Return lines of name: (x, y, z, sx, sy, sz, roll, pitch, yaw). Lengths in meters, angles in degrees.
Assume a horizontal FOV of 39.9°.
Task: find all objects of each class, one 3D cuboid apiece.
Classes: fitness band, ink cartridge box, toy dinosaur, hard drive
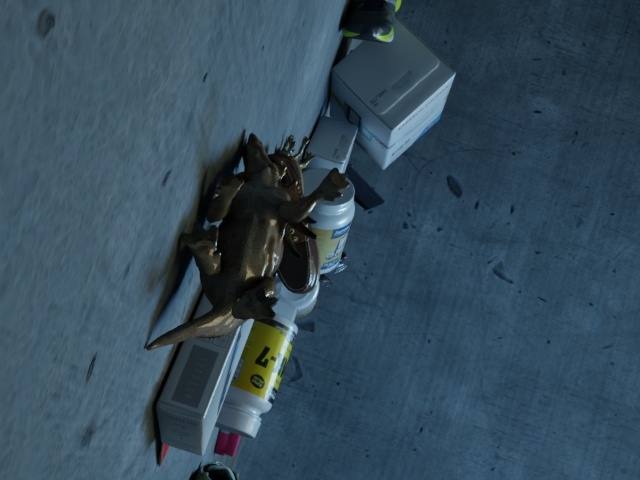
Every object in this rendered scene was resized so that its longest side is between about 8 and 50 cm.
fitness band: (-0.199, 0.413, 2.211, 0.209, 0.054, 0.291, -69, 178, -54)
ink cartridge box: (0.004, -0.148, 1.997, 0.160, 0.092, 0.219, -70, 177, -49)
ink cartridge box: (-0.111, 0.199, 2.057, 0.143, 0.092, 0.090, 106, 3, -61)
ink cartridge box: (0.156, -0.330, 2.010, 0.198, 0.197, 0.270, -42, 170, -10)
toy dinosaur: (-0.079, 0.014, 0.958, 0.296, 0.127, 0.200, -65, -177, -20)
ink cartridge box: (-0.139, 0.146, 1.203, 0.261, 0.066, 0.296, 104, 4, -58)
hard drive: (0.067, -0.158, 2.219, 0.054, 0.172, 0.255, -45, -162, 2)
toy dinosaur: (-0.056, -0.121, 1.467, 0.093, 0.053, 0.183, -54, 164, -22)

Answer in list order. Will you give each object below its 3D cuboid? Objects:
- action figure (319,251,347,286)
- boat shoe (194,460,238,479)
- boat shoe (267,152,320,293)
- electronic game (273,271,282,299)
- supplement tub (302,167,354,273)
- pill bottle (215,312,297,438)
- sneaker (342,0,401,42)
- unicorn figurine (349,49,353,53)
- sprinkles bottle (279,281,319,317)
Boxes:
action figure: (0.000, 0.000, 2.371, 0.099, 0.185, 0.285, -29, 143, -41)
boat shoe: (-0.220, 0.538, 1.908, 0.302, 0.113, 0.103, 56, 59, -86)
boat shoe: (-0.052, -0.023, 1.266, 0.073, 0.073, 0.207, -3, 80, -75)
electronic game: (-0.088, 0.030, 1.757, 0.229, 0.048, 0.229, -168, -90, -86)
supplement tub: (-0.008, -0.040, 1.887, 0.144, 0.144, 0.200, -69, 176, -48)
pill bottle: (-0.126, 0.229, 1.542, 0.119, 0.119, 0.209, 103, 6, -72)
sneaker: (0.110, -0.502, 1.818, 0.300, 0.111, 0.121, -78, 173, -50)
unicorn figurine: (0.068, -0.399, 2.138, 0.111, 0.060, 0.162, -62, 168, 27)
sprinkles bottle: (-0.065, 0.128, 2.241, 0.355, 0.121, 0.121, 95, 13, -82)
